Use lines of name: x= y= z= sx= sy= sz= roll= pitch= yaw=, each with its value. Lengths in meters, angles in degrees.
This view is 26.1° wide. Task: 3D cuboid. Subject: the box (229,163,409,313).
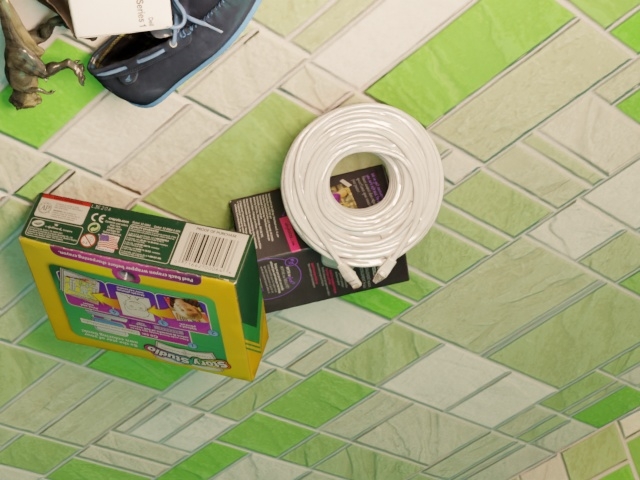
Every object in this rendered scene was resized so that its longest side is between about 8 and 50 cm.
box: x=0.000 y=0.000 z=2.328 sx=0.270 sy=0.143 sz=0.165 roll=-13 pitch=144 yaw=0

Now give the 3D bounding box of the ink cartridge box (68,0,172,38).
ink cartridge box: x=-0.249 y=-0.399 z=1.579 sx=0.117 sy=0.278 sz=0.201 roll=-9 pitch=144 yaw=-7

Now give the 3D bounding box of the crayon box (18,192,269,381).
crayon box: x=-0.280 y=0.082 z=2.272 sx=0.363 sy=0.106 sz=0.313 roll=12 pitch=147 yaw=11

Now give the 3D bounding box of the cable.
cable: x=0.066 y=-0.089 z=2.163 sx=0.257 sy=0.089 sz=0.257 roll=-44 pitch=100 yaw=5

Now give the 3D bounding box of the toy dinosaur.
toy dinosaur: x=-0.390 y=-0.265 z=1.913 sx=0.118 sy=0.064 sz=0.268 roll=-3 pitch=141 yaw=-2

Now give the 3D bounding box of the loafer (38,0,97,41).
loafer: x=-0.352 y=-0.345 z=1.808 sx=0.078 sy=0.080 sz=0.220 roll=-10 pitch=141 yaw=13

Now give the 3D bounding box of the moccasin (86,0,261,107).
moccasin: x=-0.196 y=-0.293 z=1.869 sx=0.117 sy=0.138 sz=0.342 roll=22 pitch=131 yaw=-33
